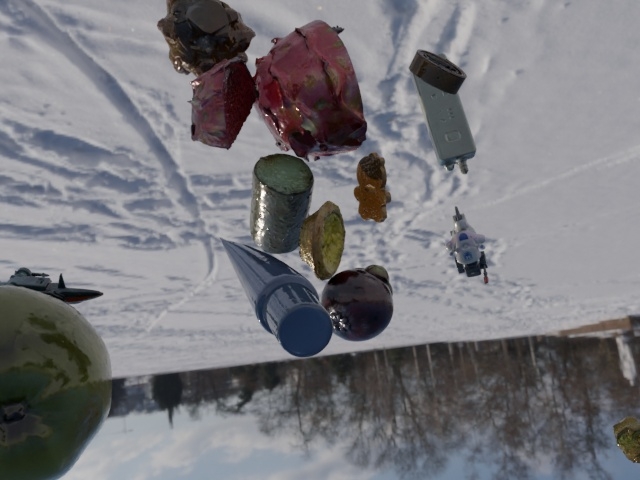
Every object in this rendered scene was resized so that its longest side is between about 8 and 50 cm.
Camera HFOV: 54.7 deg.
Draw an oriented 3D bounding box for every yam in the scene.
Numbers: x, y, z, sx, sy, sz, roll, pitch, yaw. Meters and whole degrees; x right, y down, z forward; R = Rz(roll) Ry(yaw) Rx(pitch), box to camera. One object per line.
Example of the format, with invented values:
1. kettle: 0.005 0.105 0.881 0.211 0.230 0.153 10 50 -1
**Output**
1. yam: -0.103 -0.096 1.598 0.161 0.161 0.268 -6 148 -11

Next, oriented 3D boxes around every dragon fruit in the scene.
1. dragon fruit: -0.236 -0.336 1.402 0.126 0.274 0.161 4 131 10
2. dragon fruit: -0.048 -0.365 1.608 0.249 0.386 0.371 -20 137 -13

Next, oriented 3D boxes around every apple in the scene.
1. apple: -0.678 0.320 1.348 0.474 0.473 0.473 -8 171 -1

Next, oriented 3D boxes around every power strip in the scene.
1. power strip: 0.313 -0.323 1.574 0.098 0.338 0.058 -15 167 2

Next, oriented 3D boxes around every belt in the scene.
1. belt: 0.173 -0.248 0.915 0.059 0.083 0.036 -44 164 -55

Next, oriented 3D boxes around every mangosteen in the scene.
1. mangosteen: 0.093 0.135 1.425 0.200 0.199 0.200 -8 171 -1

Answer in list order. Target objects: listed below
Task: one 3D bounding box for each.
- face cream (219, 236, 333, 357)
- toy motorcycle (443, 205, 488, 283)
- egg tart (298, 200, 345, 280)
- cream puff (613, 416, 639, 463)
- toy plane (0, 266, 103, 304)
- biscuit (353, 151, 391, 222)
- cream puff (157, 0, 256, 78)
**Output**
1. face cream: -0.068 0.067 0.906 0.136 0.086 0.385 32 -178 -20
2. toy motorcycle: 0.381 0.021 1.609 0.102 0.150 0.221 -15 139 14
3. egg tart: 0.000 0.000 1.442 0.074 0.191 0.191 3 175 18
4. cream puff: 0.561 0.361 1.104 0.058 0.083 0.083 -31 -168 9
5. toy plane: -0.734 0.132 1.617 0.327 0.104 0.223 -7 -153 3
6. biscuit: 0.134 -0.136 1.620 0.027 0.184 0.133 -14 -174 -33
7. cream puff: -0.323 -0.568 1.699 0.241 0.269 0.155 -39 -170 -10
